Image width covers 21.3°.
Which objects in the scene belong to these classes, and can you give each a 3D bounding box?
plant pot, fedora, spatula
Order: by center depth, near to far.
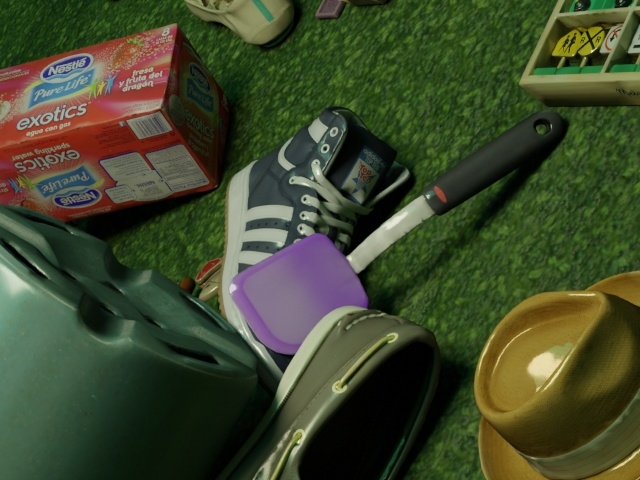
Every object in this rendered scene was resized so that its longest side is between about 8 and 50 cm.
[{"bbox_3d":[0.166,0.089,1.143,0.194,0.079,0.194,-32,38,30],"label":"fedora"},{"bbox_3d":[-0.233,0.173,1.297,0.334,0.341,0.341,-59,31,7],"label":"plant pot"},{"bbox_3d":[0.068,-0.013,1.349,0.296,0.030,0.084,-34,75,4],"label":"spatula"}]

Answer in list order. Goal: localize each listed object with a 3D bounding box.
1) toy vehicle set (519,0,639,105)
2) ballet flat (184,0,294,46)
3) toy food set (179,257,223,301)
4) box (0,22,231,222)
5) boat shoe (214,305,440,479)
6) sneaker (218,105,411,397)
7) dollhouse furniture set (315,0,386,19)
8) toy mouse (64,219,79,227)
[{"bbox_3d":[0.282,-0.180,1.282,0.267,0.035,0.166,5,64,54],"label":"toy vehicle set"},{"bbox_3d":[-0.103,-0.275,1.830,0.086,0.086,0.248,-55,32,-1],"label":"ballet flat"},{"bbox_3d":[-0.125,0.051,1.580,0.122,0.019,0.078,-47,21,-25],"label":"toy food set"},{"bbox_3d":[-0.235,-0.110,1.734,0.257,0.128,0.122,-12,48,22],"label":"box"},{"bbox_3d":[-0.009,0.187,1.250,0.091,0.109,0.305,6,64,55],"label":"boat shoe"},{"bbox_3d":[0.000,0.000,1.425,0.153,0.099,0.282,-36,36,24],"label":"sneaker"},{"bbox_3d":[0.021,-0.278,1.670,0.114,0.081,0.091,7,66,55],"label":"dollhouse furniture set"},{"bbox_3d":[-0.302,0.002,1.844,0.143,0.031,0.161,-48,7,-19],"label":"toy mouse"}]
